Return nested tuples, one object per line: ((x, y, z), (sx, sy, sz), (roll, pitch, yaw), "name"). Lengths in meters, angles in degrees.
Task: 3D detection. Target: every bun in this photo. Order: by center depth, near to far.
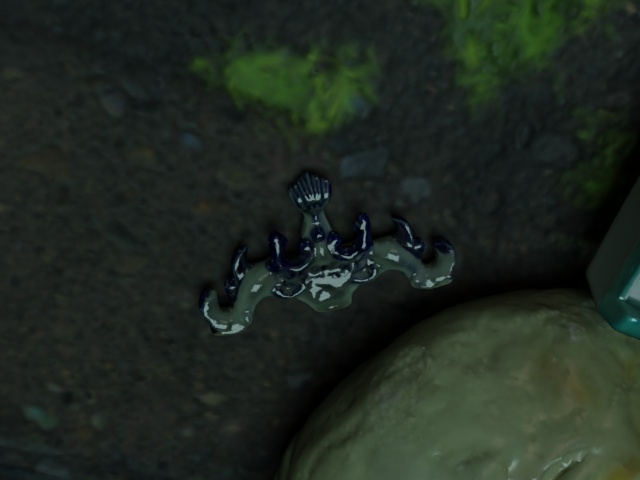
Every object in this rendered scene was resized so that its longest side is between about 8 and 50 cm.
((0.120, 0.165, 0.637), (0.287, 0.146, 0.287), (-5, 118, -10), "bun")

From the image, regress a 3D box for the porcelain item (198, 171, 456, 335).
((0.000, 0.000, 0.603), (0.136, 0.021, 0.075), (-13, 114, -4), "porcelain item")

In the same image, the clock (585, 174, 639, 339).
((0.295, -0.029, 0.599), (0.262, 0.116, 0.231), (20, 116, -18), "clock")
